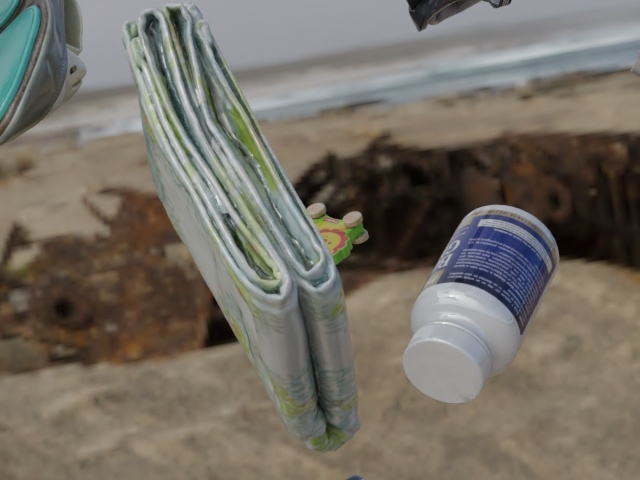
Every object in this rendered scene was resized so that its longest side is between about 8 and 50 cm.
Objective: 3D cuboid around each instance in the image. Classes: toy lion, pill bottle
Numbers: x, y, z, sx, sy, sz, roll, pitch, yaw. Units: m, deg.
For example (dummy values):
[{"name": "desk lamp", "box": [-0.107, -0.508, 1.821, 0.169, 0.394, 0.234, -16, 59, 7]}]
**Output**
[{"name": "toy lion", "box": [0.000, 0.000, 1.948, 0.100, 0.034, 0.096, 15, 43, 45]}, {"name": "pill bottle", "box": [0.130, 0.054, 1.389, 0.094, 0.094, 0.169, -6, 34, 33]}]

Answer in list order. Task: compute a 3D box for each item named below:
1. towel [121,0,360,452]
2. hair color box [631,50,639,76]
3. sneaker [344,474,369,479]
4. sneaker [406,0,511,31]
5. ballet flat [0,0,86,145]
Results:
[{"name": "towel", "box": [-0.072, -0.002, 1.514, 0.090, 0.320, 0.374, -24, -25, -7]}, {"name": "hair color box", "box": [0.542, -0.184, 1.816, 0.113, 0.374, 0.185, -53, -15, -29]}, {"name": "sneaker", "box": [0.031, 0.333, 1.510, 0.153, 0.099, 0.282, 20, 49, 11]}, {"name": "sneaker", "box": [0.070, -0.256, 1.381, 0.101, 0.153, 0.268, -25, 23, -19]}, {"name": "ballet flat", "box": [-0.174, -0.121, 1.033, 0.072, 0.068, 0.213, -42, 36, 24]}]
